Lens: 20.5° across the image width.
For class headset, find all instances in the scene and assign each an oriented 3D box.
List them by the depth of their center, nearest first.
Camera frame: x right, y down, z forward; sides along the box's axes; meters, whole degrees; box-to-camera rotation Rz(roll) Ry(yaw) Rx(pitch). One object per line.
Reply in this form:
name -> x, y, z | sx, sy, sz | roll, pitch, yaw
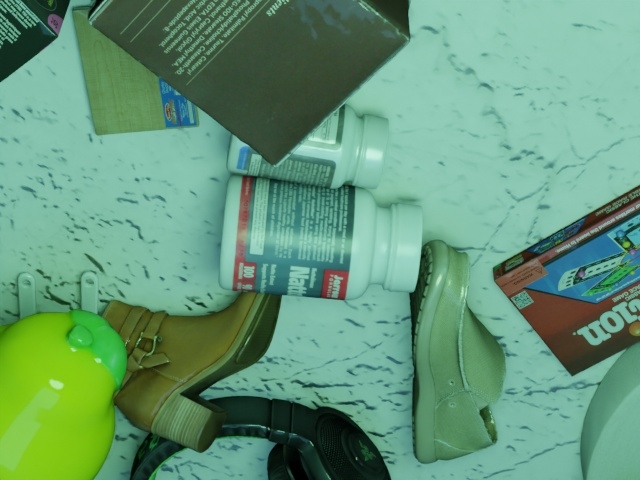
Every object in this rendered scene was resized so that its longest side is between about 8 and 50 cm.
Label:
headset -> -0.002, 0.300, 1.772 | 0.394, 0.185, 0.243 | 15, 123, -10

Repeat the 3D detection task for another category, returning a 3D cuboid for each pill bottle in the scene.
pill bottle -> -0.011, -0.089, 1.578 | 0.137, 0.078, 0.078 | 10, 123, -5
pill bottle -> 0.000, 0.000, 1.618 | 0.180, 0.108, 0.108 | 5, 124, -2

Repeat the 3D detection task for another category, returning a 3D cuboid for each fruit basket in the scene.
fruit basket -> -0.320, 0.199, 1.657 | 0.392, 0.283, 0.392 | -5, 106, -17

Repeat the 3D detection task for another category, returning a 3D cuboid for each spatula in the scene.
spatula -> -0.286, 0.122, 1.764 | 0.168, 0.019, 0.242 | 7, 122, 2

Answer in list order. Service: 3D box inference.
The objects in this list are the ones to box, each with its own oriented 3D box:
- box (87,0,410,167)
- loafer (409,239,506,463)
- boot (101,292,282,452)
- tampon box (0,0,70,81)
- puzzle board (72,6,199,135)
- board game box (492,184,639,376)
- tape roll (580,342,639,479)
box -> -0.055, -0.208, 1.444 | 0.203, 0.168, 0.167 | 38, 116, -21
loafer -> 0.133, 0.106, 1.698 | 0.092, 0.102, 0.269 | -2, 133, 1
boot -> -0.136, 0.089, 1.701 | 0.152, 0.073, 0.197 | 27, 82, 21
tampon box -> -0.302, -0.188, 1.492 | 0.161, 0.120, 0.101 | -33, 117, 21
puzzle board -> -0.164, -0.154, 1.578 | 0.096, 0.011, 0.128 | -5, 124, 3
board game box -> 0.320, 0.014, 1.669 | 0.281, 0.027, 0.145 | -31, 119, 20
tape roll -> 0.457, 0.221, 1.779 | 0.392, 0.072, 0.392 | 1, 124, 1
